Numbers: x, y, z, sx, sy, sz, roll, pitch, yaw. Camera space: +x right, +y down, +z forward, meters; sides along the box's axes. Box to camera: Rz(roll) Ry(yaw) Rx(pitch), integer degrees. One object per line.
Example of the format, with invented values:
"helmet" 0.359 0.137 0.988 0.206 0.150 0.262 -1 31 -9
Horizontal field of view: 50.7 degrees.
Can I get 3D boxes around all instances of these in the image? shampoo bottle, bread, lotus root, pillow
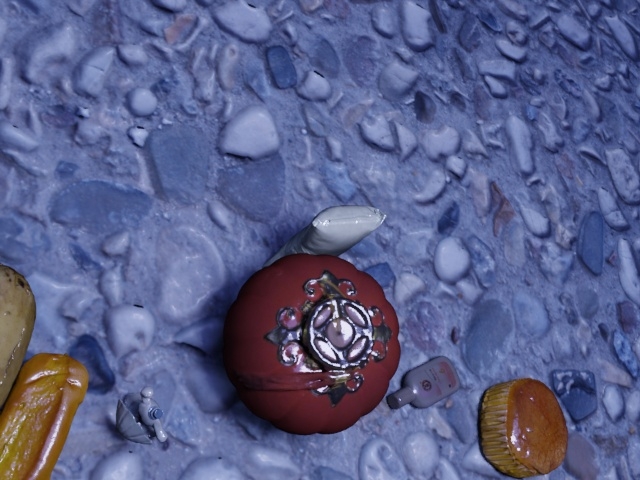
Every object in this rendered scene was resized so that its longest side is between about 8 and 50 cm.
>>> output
"shampoo bottle" 0.203 0.288 1.334 0.165 0.040 0.079 -17 79 -35
"bread" 0.417 0.381 1.376 0.199 0.104 0.199 13 63 -27
"lotus root" -0.497 0.160 0.929 0.160 0.146 0.284 8 54 1
"bread" -0.412 0.277 0.960 0.102 0.094 0.245 24 59 -12
"pillow" -0.001 0.000 1.221 0.144 0.254 0.078 -16 80 -29

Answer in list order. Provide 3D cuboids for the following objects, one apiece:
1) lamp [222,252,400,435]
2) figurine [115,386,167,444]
"lamp" -0.013 0.169 1.125 0.303 0.257 0.303 6 74 -21
"figurine" -0.271 0.274 1.042 0.082 0.086 0.094 -37 89 -38
